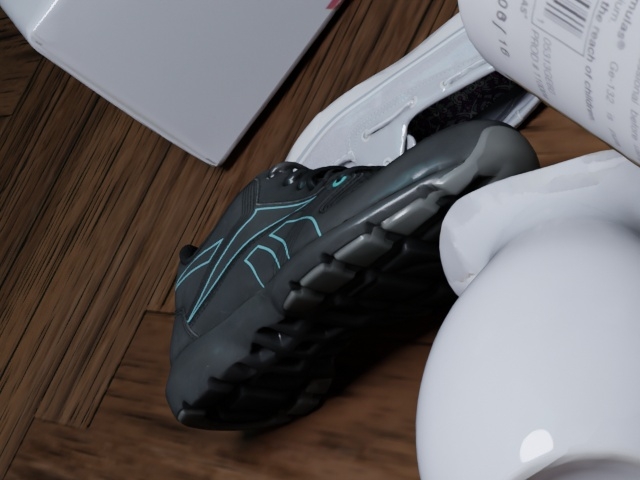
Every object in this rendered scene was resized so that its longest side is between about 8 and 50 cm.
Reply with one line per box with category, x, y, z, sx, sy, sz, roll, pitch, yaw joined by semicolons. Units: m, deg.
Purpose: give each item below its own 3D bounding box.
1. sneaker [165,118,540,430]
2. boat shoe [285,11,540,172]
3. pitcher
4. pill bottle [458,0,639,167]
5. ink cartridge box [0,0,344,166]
sneaker;0.000;0.000;0.917;0.267;0.101;0.106;-37;53;43
boat shoe;0.050;-0.050;0.978;0.184;0.066;0.063;-34;33;20
pitcher;0.122;0.036;0.716;0.178;0.125;0.207;-32;24;23
pill bottle;0.167;-0.066;0.657;0.229;0.131;0.131;39;97;36
ink cartridge box;-0.099;-0.254;1.314;0.279;0.160;0.384;-54;28;6
